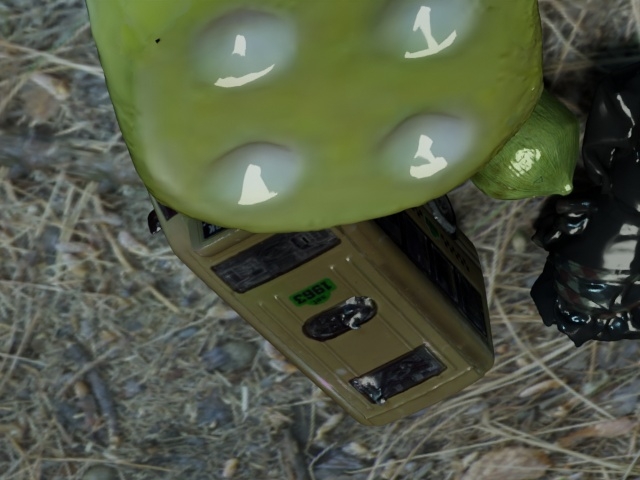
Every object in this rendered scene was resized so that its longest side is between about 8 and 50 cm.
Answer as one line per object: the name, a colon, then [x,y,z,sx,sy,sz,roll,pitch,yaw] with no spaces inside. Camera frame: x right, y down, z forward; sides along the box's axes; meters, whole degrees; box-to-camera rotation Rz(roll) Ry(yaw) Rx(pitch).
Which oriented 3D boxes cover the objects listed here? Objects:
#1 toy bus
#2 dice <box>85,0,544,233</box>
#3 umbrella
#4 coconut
toy bus: [0.000,0.000,1.359,0.139,0.157,0.289,-27,136,16]
dice: [-0.010,-0.158,1.136,0.238,0.227,0.233,-13,140,1]
umbrella: [0.229,-0.041,1.405,0.122,0.110,0.272,30,132,7]
coconut: [0.136,-0.066,1.361,0.088,0.096,0.088,-42,171,-8]
